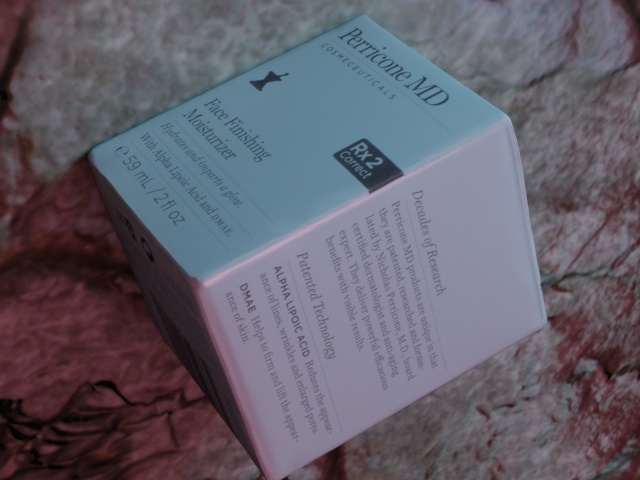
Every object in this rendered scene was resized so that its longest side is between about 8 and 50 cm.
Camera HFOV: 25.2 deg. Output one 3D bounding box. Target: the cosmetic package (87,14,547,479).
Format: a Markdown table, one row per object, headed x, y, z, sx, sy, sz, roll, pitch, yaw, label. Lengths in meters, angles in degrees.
| x | y | z | sx | sy | sz | roll | pitch | yaw | label |
| --- | --- | --- | --- | --- | --- | --- | --- | --- | --- |
| 0.000 | 0.000 | 0.783 | 0.184 | 0.151 | 0.151 | -29 | 130 | -15 | cosmetic package |
